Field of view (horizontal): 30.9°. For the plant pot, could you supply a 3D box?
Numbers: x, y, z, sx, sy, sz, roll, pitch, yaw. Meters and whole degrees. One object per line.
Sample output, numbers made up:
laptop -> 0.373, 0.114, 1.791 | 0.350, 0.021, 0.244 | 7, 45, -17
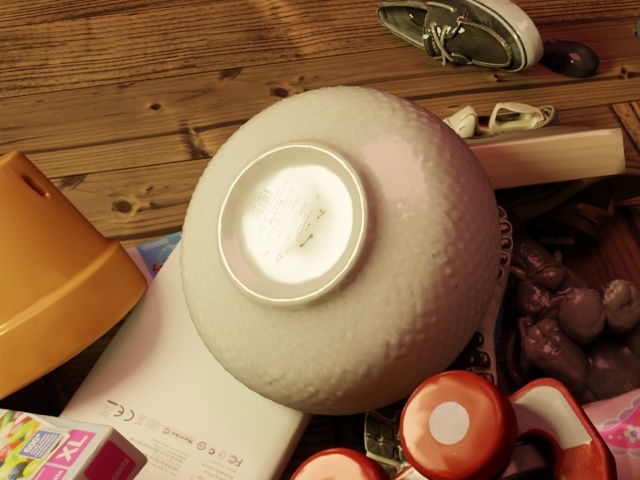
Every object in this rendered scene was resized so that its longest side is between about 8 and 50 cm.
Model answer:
plant pot -> -0.365, 0.035, 1.274 | 0.290, 0.203, 0.291 | -27, 13, 7

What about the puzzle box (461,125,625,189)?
puzzle box -> 0.193, -0.098, 1.420 | 0.272, 0.052, 0.409 | -8, 6, 3

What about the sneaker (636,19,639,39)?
sneaker -> 0.572, -0.258, 1.606 | 0.130, 0.236, 0.323 | -16, 40, -14

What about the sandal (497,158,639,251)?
sandal -> 0.296, -0.022, 1.464 | 0.302, 0.120, 0.086 | -20, 75, -22

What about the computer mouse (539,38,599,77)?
computer mouse -> 0.355, -0.326, 1.872 | 0.071, 0.041, 0.242 | -28, 43, -25

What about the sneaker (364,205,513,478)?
sneaker -> 0.140, 0.127, 1.231 | 0.129, 0.147, 0.330 | 12, 71, 17

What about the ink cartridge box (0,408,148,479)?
ink cartridge box -> -0.314, 0.249, 1.088 | 0.311, 0.065, 0.186 | -5, 42, 49

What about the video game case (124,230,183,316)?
video game case -> -0.096, 0.064, 1.418 | 0.269, 0.061, 0.244 | -19, 42, -17

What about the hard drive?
hard drive -> -0.125, 0.160, 1.238 | 0.233, 0.047, 0.353 | 21, 55, 15

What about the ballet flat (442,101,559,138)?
ballet flat -> 0.235, -0.166, 1.663 | 0.213, 0.068, 0.072 | -4, 38, 2

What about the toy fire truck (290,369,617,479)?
toy fire truck -> 0.130, 0.273, 0.999 | 0.302, 0.169, 0.254 | -35, 56, 10

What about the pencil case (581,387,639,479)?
pencil case -> 0.360, 0.192, 1.117 | 0.284, 0.124, 0.124 | -17, 38, 9

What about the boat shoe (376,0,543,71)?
boat shoe -> 0.214, -0.328, 1.849 | 0.119, 0.121, 0.335 | -31, 34, -18

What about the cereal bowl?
cereal bowl -> 0.000, 0.000, 1.148 | 0.338, 0.141, 0.339 | -6, 76, 23

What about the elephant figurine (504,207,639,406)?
elephant figurine -> 0.271, 0.092, 1.283 | 0.169, 0.186, 0.239 | 23, 4, -19
